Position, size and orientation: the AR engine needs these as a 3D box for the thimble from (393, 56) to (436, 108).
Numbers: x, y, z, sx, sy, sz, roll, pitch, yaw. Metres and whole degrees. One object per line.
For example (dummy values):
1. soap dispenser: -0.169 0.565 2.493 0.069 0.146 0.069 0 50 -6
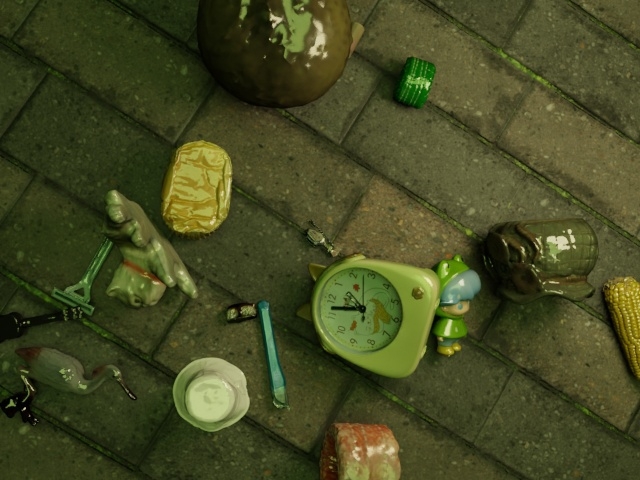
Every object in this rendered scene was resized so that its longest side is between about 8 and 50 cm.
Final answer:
1. thimble: 0.259 -0.435 1.882 0.090 0.118 0.130 18 56 -2

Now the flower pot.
1. flower pot: 0.568 0.054 1.805 0.301 0.302 0.213 -3 88 -8

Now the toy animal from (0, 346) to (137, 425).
1. toy animal: -0.632 0.339 1.706 0.323 0.090 0.195 -15 94 0

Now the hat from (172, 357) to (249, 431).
1. hat: -0.279 0.394 1.734 0.203 0.126 0.203 0 85 -4

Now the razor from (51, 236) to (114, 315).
1. razor: -0.567 0.044 1.763 0.111 0.056 0.278 28 75 -6

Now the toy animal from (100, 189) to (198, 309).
1. toy animal: -0.472 0.033 1.681 0.188 0.308 0.266 -24 71 9

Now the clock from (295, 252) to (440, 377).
1. clock: 0.117 0.172 1.765 0.348 0.117 0.286 18 101 15

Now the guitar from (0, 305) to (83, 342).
1. guitar: -0.723 0.204 1.702 0.271 0.038 0.084 -11 93 3

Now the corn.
1. corn: 0.881 0.249 1.920 0.106 0.106 0.305 -17 88 -9

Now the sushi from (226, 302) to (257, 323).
1. sushi: -0.209 0.189 1.809 0.083 0.044 0.046 -9 65 -11

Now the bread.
1. bread: -0.320 -0.127 1.764 0.178 0.133 0.250 4 86 -9

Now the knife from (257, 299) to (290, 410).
1. knife: -0.125 0.304 1.814 0.044 0.026 0.297 -9 84 -11

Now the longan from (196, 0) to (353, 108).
1. longan: -0.114 -0.511 1.697 0.390 0.391 0.392 1 85 -8

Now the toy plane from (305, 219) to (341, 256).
1. toy plane: 0.000 0.000 1.853 0.121 0.031 0.049 45 73 0

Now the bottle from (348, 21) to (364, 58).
1. bottle: 0.083 -0.554 1.902 0.045 0.045 0.097 27 85 -5

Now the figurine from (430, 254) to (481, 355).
1. figurine: 0.344 0.174 1.831 0.162 0.143 0.264 -13 108 -46

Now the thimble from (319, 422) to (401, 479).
1. thimble: 0.097 0.569 1.714 0.162 0.239 0.239 7 85 -12
